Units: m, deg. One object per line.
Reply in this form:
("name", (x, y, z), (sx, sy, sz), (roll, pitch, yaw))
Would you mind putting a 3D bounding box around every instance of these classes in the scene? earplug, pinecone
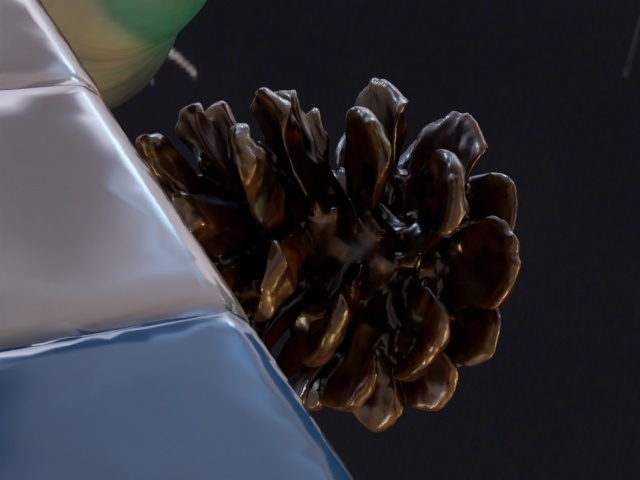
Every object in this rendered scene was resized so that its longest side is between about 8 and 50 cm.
("earplug", (-0.134, -0.176, 0.848), (0.185, 0.324, 0.185), (1, -92, -18))
("pinecone", (0.000, 0.000, 1.031), (0.309, 0.244, 0.244), (13, -130, -36))

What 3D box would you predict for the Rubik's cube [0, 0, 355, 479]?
("Rubik's cube", (-0.217, 0.136, 0.422), (0.346, 0.344, 0.347), (-9, -142, -28))
